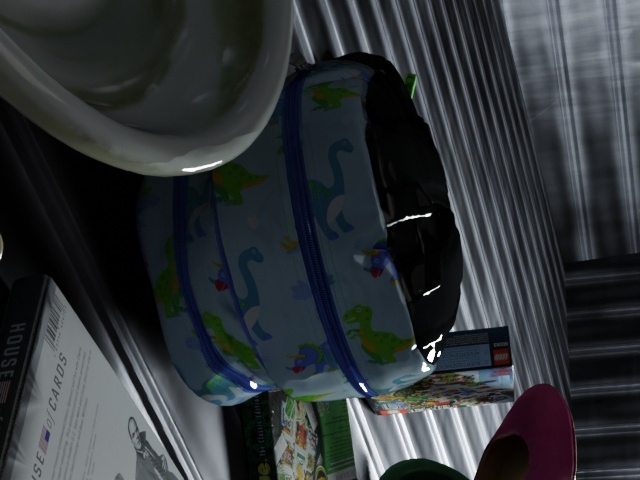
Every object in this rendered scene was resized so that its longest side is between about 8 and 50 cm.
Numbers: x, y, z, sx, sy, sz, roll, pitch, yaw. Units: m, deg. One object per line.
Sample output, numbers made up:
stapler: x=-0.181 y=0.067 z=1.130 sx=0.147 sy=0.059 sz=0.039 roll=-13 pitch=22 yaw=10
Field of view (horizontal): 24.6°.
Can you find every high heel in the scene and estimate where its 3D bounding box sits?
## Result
high heel: x=0.156 y=0.268 z=1.547 sx=0.181 sy=0.127 sz=0.377 roll=36 pitch=45 yaw=-15

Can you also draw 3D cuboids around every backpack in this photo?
backpack: x=0.000 y=0.000 z=1.122 sx=0.355 sy=0.273 sz=0.290 roll=-143 pitch=-136 yaw=-80

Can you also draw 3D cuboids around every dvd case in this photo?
dvd case: x=-0.138 y=0.162 z=0.868 sx=0.239 sy=0.029 sz=0.179 roll=65 pitch=21 yaw=-45

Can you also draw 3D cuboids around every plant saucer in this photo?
plant saucer: x=-0.157 y=-0.216 z=0.785 sx=0.400 sy=0.100 sz=0.401 roll=39 pitch=42 yaw=-48

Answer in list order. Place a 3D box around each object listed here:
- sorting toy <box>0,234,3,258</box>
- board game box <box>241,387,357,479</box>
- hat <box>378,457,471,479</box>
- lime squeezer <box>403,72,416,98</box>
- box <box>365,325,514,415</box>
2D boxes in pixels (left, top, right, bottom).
sorting toy: x=-0.210 y=-0.009 z=0.674 sx=0.208 sy=0.038 sz=0.193 roll=-77 pitch=154 yaw=-55
board game box: x=-0.014 y=0.193 z=1.327 sx=0.259 sy=0.030 sz=0.136 roll=16 pitch=64 yaw=-74
hat: x=0.105 y=0.380 z=1.657 sx=0.173 sy=0.183 sz=0.208 roll=-9 pitch=57 yaw=-38
lime squeezer: x=0.078 y=-0.061 z=1.704 sx=0.310 sy=0.058 sz=0.110 roll=-69 pitch=-178 yaw=-48
box: x=0.125 y=0.142 z=1.559 sx=0.233 sy=0.159 sz=0.044 roll=61 pitch=23 yaw=-73
